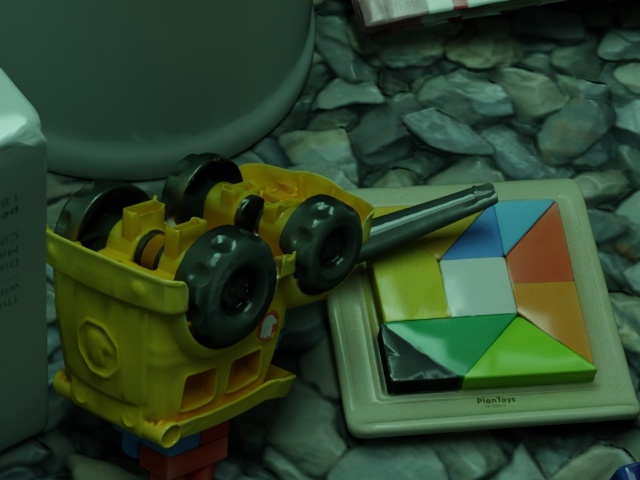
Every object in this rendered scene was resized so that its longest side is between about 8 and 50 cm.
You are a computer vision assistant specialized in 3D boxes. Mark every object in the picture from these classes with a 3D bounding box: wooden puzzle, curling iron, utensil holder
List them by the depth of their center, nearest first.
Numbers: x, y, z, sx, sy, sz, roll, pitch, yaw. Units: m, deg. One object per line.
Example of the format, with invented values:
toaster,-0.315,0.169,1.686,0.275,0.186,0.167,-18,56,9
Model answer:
curling iron,0.000,0.000,1.461,0.274,0.035,0.068,-16,56,0
wooden puzzle,0.114,0.041,1.480,0.221,0.044,0.238,-3,52,-10
utensil holder,-0.149,-0.292,1.494,0.328,0.385,0.327,3,50,-4

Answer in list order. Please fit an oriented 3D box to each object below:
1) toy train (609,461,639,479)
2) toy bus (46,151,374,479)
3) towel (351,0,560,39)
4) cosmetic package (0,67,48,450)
toy train,0.330,0.201,1.352,0.248,0.105,0.143,-9,64,-15
toy bus,-0.077,0.062,1.356,0.149,0.211,0.220,19,28,37
towel,0.168,-0.309,1.690,0.329,0.037,0.237,-11,71,-5
cosmetic package,-0.416,-0.030,1.285,0.329,0.327,0.393,-27,59,-26
